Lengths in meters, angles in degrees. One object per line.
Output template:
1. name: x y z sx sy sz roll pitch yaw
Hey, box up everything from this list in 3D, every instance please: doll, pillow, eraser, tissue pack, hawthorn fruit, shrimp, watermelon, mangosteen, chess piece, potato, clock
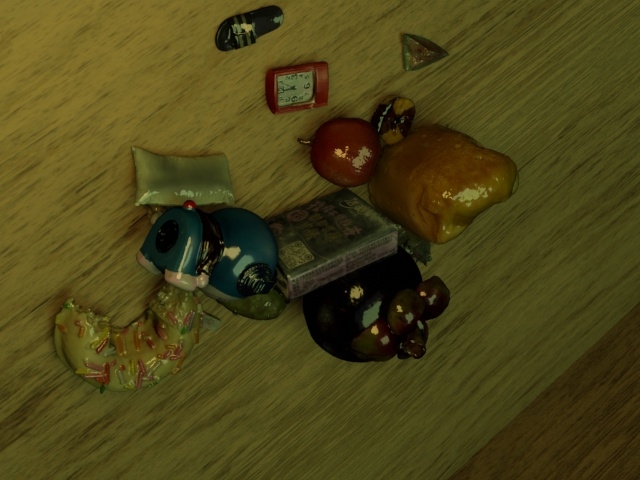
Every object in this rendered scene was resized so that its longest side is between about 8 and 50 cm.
1. doll: -0.243 0.028 1.588 0.310 0.284 0.240 23 103 -47
2. pillow: -0.324 -0.149 1.577 0.254 0.078 0.144 -2 78 -35
3. eraser: -0.320 0.227 1.891 0.083 0.019 0.038 33 95 -45
4. tissue pack: 0.000 0.000 1.819 0.361 0.259 0.122 -23 133 -26
5. hawthorn fruit: 0.047 -0.239 1.772 0.225 0.196 0.197 12 112 -15
6. shrimp: 0.288 0.020 2.190 0.164 0.062 0.317 -22 146 11
7. watermelon: 0.287 -0.508 1.839 0.155 0.080 0.101 -22 141 -45
8. mangosteen: 0.158 0.179 1.937 0.382 0.435 0.382 -8 102 -41
9. chess piece: -0.394 -0.060 1.618 0.060 0.060 0.172 -31 132 -18
10. potato: -0.199 0.143 1.867 0.251 0.113 0.149 28 113 -32
11. clock: -0.060 -0.382 1.660 0.155 0.061 0.113 -16 127 -25

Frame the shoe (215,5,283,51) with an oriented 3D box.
1. shoe: -0.155 -0.483 1.523 0.179 0.049 0.071 -29 131 -19

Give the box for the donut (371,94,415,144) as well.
1. donut: 0.202 -0.344 1.883 0.140 0.059 0.141 -19 128 -27

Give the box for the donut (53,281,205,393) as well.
1. donut: -0.471 0.245 1.695 0.371 0.150 0.308 -15 126 -31

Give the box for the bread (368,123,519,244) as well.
1. bread: 0.358 -0.183 1.902 0.361 0.394 0.250 -33 118 -11
